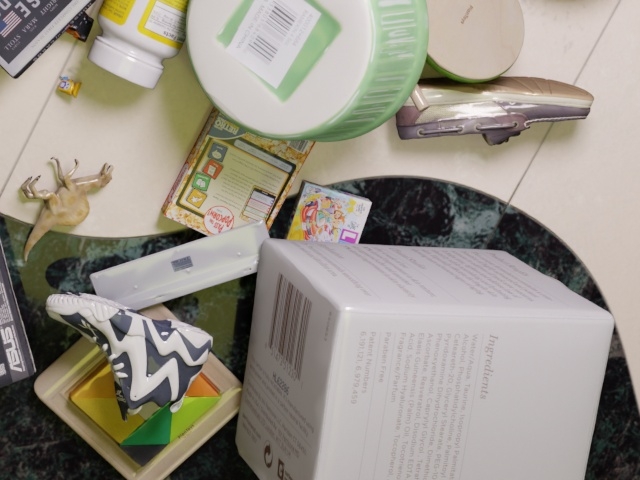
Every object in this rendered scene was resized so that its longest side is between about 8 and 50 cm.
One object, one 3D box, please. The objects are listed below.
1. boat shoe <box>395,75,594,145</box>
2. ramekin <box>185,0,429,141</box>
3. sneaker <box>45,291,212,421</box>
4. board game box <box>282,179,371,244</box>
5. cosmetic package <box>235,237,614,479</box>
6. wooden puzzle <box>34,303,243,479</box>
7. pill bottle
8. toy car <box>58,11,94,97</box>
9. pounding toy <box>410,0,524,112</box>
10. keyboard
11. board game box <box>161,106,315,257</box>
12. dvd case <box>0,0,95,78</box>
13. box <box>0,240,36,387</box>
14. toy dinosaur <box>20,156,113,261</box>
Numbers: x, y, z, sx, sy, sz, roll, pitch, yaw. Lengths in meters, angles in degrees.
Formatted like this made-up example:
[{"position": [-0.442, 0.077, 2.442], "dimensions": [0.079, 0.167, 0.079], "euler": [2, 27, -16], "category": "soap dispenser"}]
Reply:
[{"position": [0.243, -0.181, 2.030], "dimensions": [0.285, 0.103, 0.092], "euler": [0, 109, -7], "category": "boat shoe"}, {"position": [-0.026, -0.269, 1.836], "dimensions": [0.303, 0.148, 0.303], "euler": [5, 103, 24], "category": "ramekin"}, {"position": [-0.279, 0.168, 1.966], "dimensions": [0.235, 0.094, 0.153], "euler": [18, 90, -21], "category": "sneaker"}, {"position": [0.000, 0.000, 2.062], "dimensions": [0.103, 0.026, 0.154], "euler": [16, 100, -15], "category": "board game box"}, {"position": [0.130, 0.198, 1.955], "dimensions": [0.394, 0.329, 0.327], "euler": [3, 104, -20], "category": "cosmetic package"}, {"position": [-0.255, 0.220, 2.058], "dimensions": [0.221, 0.044, 0.238], "euler": [-42, 107, 2], "category": "wooden puzzle"}, {"position": [-0.223, -0.315, 1.892], "dimensions": [0.119, 0.119, 0.208], "euler": [24, 98, -16], "category": "pill bottle"}, {"position": [-0.342, -0.257, 1.918], "dimensions": [0.040, 0.060, 0.122], "euler": [16, 94, 18], "category": "toy car"}, {"position": [0.158, -0.280, 1.970], "dimensions": [0.237, 0.110, 0.183], "euler": [-30, 90, -28], "category": "pounding toy"}, {"position": [-0.191, 0.041, 2.005], "dimensions": [0.256, 0.014, 0.072], "euler": [-18, 106, -2], "category": "keyboard"}, {"position": [-0.115, -0.093, 2.006], "dimensions": [0.147, 0.045, 0.193], "euler": [27, 98, -16], "category": "board game box"}, {"position": [-0.419, -0.356, 1.856], "dimensions": [0.179, 0.029, 0.238], "euler": [-45, 90, 2], "category": "dvd case"}, {"position": [-0.576, 0.042, 1.870], "dimensions": [0.318, 0.097, 0.395], "euler": [-21, 108, -29], "category": "box"}, {"position": [-0.366, -0.051, 1.964], "dimensions": [0.183, 0.053, 0.092], "euler": [-43, 109, 2], "category": "toy dinosaur"}]
